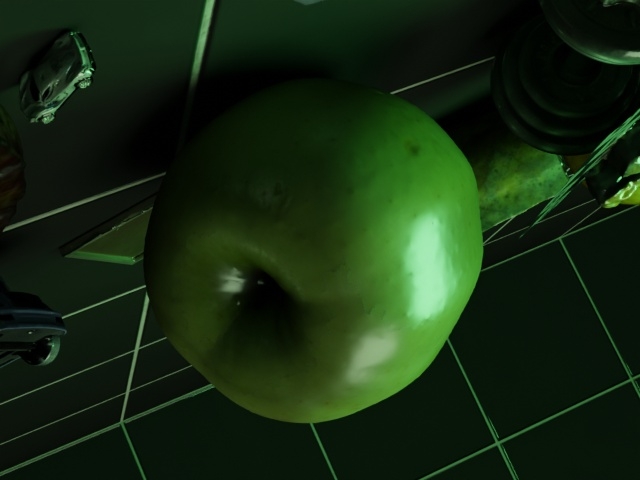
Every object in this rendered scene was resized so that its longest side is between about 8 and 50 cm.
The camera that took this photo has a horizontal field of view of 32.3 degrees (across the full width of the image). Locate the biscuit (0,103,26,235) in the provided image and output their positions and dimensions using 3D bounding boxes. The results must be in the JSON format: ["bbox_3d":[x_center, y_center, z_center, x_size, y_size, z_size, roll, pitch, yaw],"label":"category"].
[{"bbox_3d":[-0.416,-0.014,0.806,0.407,0.091,0.407,-24,167,-6],"label":"biscuit"}]

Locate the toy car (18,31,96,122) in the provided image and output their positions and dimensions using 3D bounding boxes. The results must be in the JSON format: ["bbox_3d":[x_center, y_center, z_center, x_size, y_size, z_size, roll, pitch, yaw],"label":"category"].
[{"bbox_3d":[-0.208,-0.124,0.857,0.093,0.041,0.025,-34,162,34],"label":"toy car"}]

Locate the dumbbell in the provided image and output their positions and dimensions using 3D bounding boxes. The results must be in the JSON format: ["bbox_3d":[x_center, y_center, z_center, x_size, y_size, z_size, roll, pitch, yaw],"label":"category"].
[{"bbox_3d":[0.283,-0.213,1.144,0.179,0.179,0.406,-24,169,-4],"label":"dumbbell"}]

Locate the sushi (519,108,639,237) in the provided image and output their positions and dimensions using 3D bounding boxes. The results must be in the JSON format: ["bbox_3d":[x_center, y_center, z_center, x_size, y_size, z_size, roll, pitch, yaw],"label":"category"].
[{"bbox_3d":[0.378,-0.114,1.247,0.292,0.059,0.294,-39,170,-14],"label":"sushi"}]

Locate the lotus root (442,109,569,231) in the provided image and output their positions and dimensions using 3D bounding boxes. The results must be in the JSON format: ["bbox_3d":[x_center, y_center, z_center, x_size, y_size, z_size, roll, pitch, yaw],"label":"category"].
[{"bbox_3d":[0.218,-0.102,1.621,0.260,0.149,0.267,-24,-173,14],"label":"lotus root"}]

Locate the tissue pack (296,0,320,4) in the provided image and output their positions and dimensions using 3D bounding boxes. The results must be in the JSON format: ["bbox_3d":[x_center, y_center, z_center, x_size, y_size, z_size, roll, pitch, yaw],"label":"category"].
[{"bbox_3d":[0.078,-0.230,0.537,0.343,0.125,0.242,-11,172,28],"label":"tissue pack"}]

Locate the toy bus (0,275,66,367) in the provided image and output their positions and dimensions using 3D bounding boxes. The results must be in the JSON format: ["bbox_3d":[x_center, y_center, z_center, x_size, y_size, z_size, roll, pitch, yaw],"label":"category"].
[{"bbox_3d":[-0.433,0.115,1.244,0.292,0.133,0.125,-27,164,22],"label":"toy bus"}]

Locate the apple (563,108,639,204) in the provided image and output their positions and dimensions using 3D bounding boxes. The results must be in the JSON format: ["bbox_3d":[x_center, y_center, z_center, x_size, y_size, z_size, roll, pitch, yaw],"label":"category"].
[{"bbox_3d":[0.435,-0.167,1.527,0.237,0.237,0.207,-29,146,19],"label":"apple"}]

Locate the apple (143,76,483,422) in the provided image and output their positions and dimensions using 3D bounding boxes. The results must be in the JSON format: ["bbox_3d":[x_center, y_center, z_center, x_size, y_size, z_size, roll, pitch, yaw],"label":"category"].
[{"bbox_3d":[0.000,0.000,1.145,0.357,0.357,0.357,-24,169,-5],"label":"apple"}]

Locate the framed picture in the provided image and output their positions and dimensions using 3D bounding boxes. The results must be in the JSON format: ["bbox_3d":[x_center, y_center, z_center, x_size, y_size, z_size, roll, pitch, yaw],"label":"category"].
[{"bbox_3d":[-0.182,-0.034,1.391,0.250,0.016,0.184,-29,168,15],"label":"framed picture"}]
